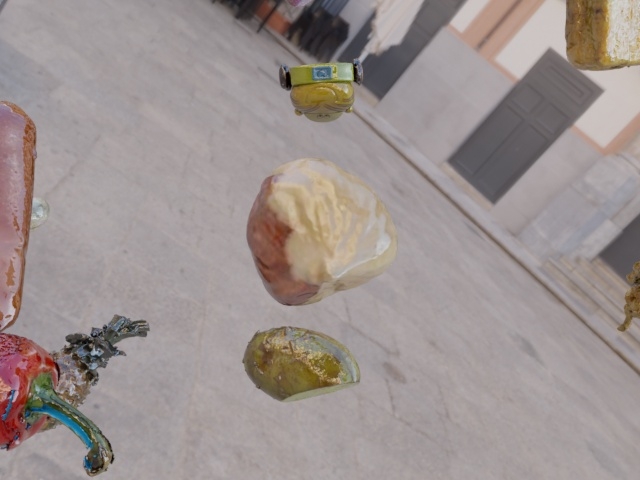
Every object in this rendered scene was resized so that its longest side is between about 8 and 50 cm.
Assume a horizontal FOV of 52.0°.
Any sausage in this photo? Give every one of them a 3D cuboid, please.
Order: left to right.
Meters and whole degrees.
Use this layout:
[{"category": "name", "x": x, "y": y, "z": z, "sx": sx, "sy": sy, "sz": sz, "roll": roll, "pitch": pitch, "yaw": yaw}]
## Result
[{"category": "sausage", "x": -0.418, "y": -0.032, "z": 0.828, "sx": 0.097, "sy": 0.094, "sz": 0.348, "roll": 5, "pitch": 60, "yaw": -22}]

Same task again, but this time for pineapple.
[{"category": "pineapple", "x": -0.499, "y": 0.262, "z": 1.386, "sx": 0.310, "sy": 0.170, "sz": 0.141, "roll": -41, "pitch": 101, "yaw": -36}]

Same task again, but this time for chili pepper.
[{"category": "chili pepper", "x": -0.368, "y": 0.120, "z": 0.611, "sx": 0.388, "sy": 0.110, "sz": 0.110, "roll": 15, "pitch": 18, "yaw": 3}]

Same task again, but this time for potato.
[{"category": "potato", "x": -0.049, "y": 0.292, "z": 1.526, "sx": 0.298, "sy": 0.176, "sz": 0.141, "roll": 6, "pitch": -7, "yaw": 29}]

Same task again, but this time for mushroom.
[{"category": "mushroom", "x": -0.551, "y": -0.049, "z": 1.233, "sx": 0.084, "sy": 0.067, "sz": 0.083, "roll": -3, "pitch": 35, "yaw": 2}]

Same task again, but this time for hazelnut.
[{"category": "hazelnut", "x": 0.000, "y": 0.000, "z": 1.097, "sx": 0.261, "sy": 0.261, "sz": 0.241, "roll": 36, "pitch": 12, "yaw": -13}]

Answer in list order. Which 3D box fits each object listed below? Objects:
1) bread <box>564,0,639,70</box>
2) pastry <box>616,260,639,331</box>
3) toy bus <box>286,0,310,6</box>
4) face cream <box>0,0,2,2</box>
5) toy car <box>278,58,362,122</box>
[{"category": "bread", "x": 0.379, "y": -0.328, "z": 0.852, "sx": 0.114, "sy": 0.210, "sz": 0.083, "roll": -7, "pitch": 18, "yaw": -18}, {"category": "pastry", "x": 0.509, "y": 0.079, "z": 0.850, "sx": 0.154, "sy": 0.102, "sz": 0.250, "roll": 17, "pitch": -13, "yaw": -40}, {"category": "toy bus", "x": 0.016, "y": -0.607, "z": 1.332, "sx": 0.127, "sy": 0.303, "sz": 0.147, "roll": 49, "pitch": 53, "yaw": -13}, {"category": "face cream", "x": -0.480, "y": -0.253, "z": 0.821, "sx": 0.077, "sy": 0.250, "sz": 0.077, "roll": 33, "pitch": -1, "yaw": 1}, {"category": "toy car", "x": 0.005, "y": -0.359, "z": 1.596, "sx": 0.201, "sy": 0.142, "sz": 0.248, "roll": -3, "pitch": 9, "yaw": 4}]
